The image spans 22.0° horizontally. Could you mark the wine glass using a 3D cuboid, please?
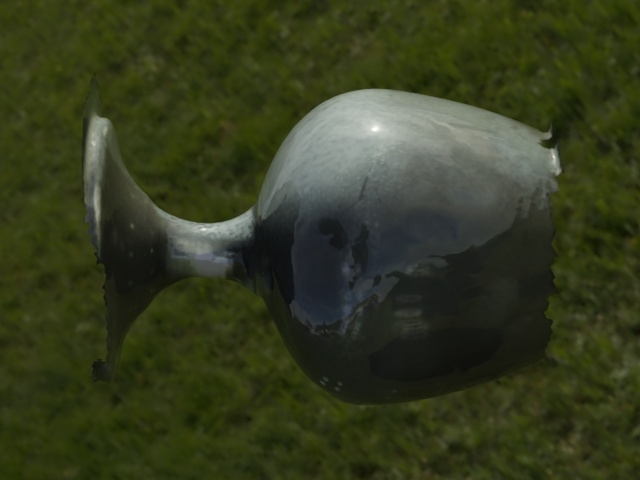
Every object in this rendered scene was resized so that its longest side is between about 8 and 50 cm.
[{"bbox_3d":[0.000,0.000,1.160,0.323,0.238,0.238,-1,37,-5],"label":"wine glass"}]
